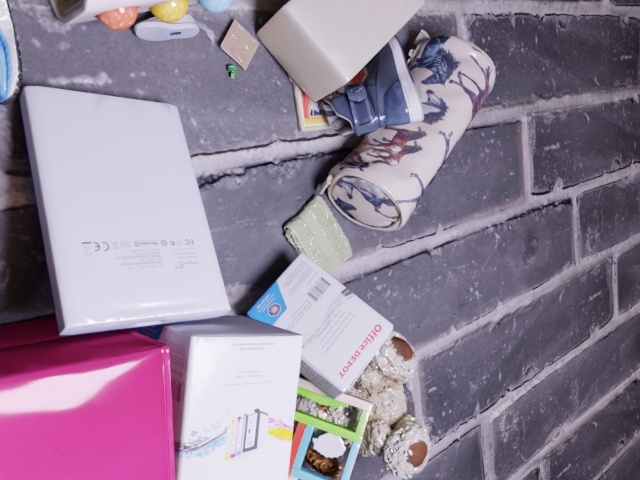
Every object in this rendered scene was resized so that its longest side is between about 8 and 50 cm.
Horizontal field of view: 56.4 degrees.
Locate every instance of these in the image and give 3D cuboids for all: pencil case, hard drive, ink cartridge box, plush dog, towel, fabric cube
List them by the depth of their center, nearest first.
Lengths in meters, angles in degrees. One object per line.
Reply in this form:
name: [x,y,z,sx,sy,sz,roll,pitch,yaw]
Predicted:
fabric cube: [-0.344,0.237,0.680,0.258,0.259,0.253,-8,99,-42]
hard drive: [-0.251,-0.045,0.772,0.210,0.040,0.318,-2,66,-41]
ink cartridge box: [-0.147,0.228,0.810,0.168,0.171,0.232,6,90,-38]
ink cartridge box: [-0.005,0.145,1.006,0.203,0.086,0.148,39,63,6]
towel: [0.000,0.000,1.104,0.110,0.027,0.148,-48,122,-28]
plush dog: [0.052,0.309,1.109,0.226,0.211,0.262,-2,77,-24]
pencil case: [0.169,-0.208,1.141,0.184,0.160,0.410,31,69,8]

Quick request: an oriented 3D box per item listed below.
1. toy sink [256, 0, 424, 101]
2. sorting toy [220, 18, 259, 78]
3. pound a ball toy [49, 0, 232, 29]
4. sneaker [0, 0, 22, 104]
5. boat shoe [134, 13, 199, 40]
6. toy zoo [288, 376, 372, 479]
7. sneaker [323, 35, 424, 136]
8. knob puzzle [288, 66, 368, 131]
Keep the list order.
toy sink: [0.034,-0.375,1.009,0.153,0.131,0.234,47,67,-17]
sorting toy: [-0.136,-0.305,0.964,0.062,0.012,0.083,39,66,-41]
pound a ball toy: [-0.210,-0.354,0.766,0.319,0.208,0.135,-28,112,-36]
sneaker: [-0.406,-0.243,0.719,0.073,0.063,0.161,-13,99,-21]
boat shoe: [-0.228,-0.318,0.874,0.100,0.035,0.035,-18,79,-35]
toy zoo: [-0.047,0.384,1.010,0.030,0.193,0.293,64,45,-81]
sneaker: [0.080,-0.278,1.066,0.086,0.164,0.226,63,15,-48]
knob puzzle: [0.024,-0.304,1.092,0.213,0.030,0.212,-5,97,-40]
